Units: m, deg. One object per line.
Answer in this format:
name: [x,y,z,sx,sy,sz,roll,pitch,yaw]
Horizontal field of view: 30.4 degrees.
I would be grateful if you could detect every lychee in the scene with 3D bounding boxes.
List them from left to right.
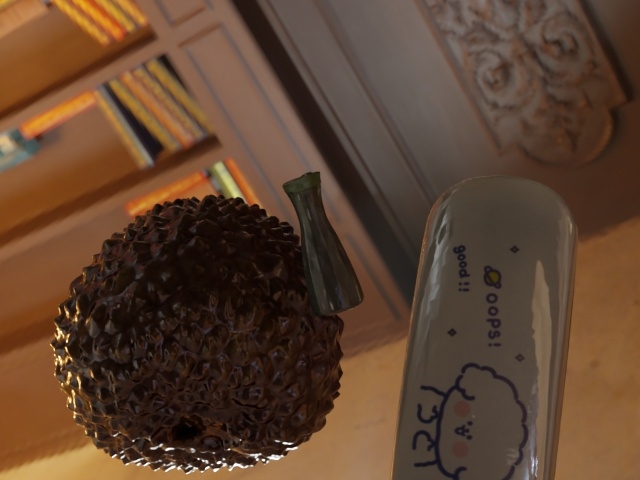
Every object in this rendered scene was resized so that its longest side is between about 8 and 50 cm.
lychee: [-0.100,0.069,1.033,0.271,0.271,0.271,-28,-161,10]

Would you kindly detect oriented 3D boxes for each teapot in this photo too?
teapot: [0.000,0.000,0.900,0.042,0.111,0.043,-15,-168,3]

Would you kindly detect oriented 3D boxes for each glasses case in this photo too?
glasses case: [0.078,0.064,0.560,0.076,0.049,0.197,6,-105,16]
